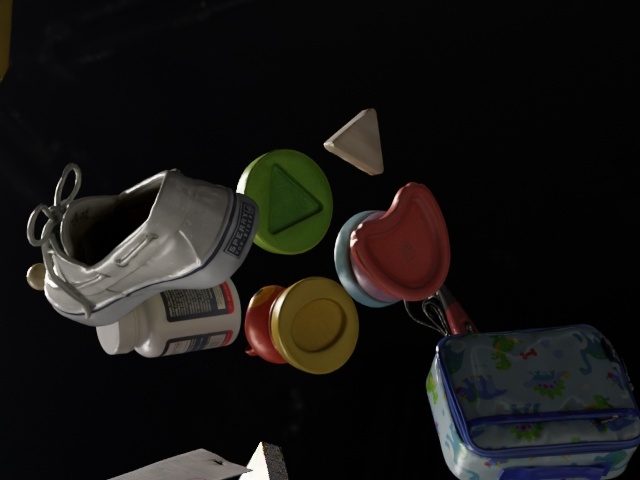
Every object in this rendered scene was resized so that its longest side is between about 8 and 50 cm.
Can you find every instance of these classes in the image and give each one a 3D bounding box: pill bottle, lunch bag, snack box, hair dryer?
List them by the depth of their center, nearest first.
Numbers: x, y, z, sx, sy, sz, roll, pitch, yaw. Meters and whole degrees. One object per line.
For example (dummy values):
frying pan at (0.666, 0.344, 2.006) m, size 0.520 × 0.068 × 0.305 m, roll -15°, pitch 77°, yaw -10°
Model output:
lunch bag at (0.236, 0.183, 1.605) m, size 0.219 × 0.176 × 0.090 m, roll -1°, pitch -42°, yaw -13°
pill bottle at (-0.210, 0.103, 2.004) m, size 0.180 × 0.108 × 0.108 m, roll -7°, pitch -20°, yaw -32°
hair dryer at (0.216, 0.175, 2.035) m, size 0.293 × 0.080 × 0.224 m, roll 16°, pitch -48°, yaw 53°
snack box at (-0.095, 0.378, 2.118) m, size 0.037 × 0.100 × 0.141 m, roll 19°, pitch -63°, yaw -21°

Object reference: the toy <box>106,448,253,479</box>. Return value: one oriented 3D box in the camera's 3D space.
toy at (-0.211, 0.313, 1.734) m, size 0.237 × 0.056 × 0.137 m, roll -11°, pitch 11°, yaw -31°

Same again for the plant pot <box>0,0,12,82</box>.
plant pot at (-0.503, -0.269, 1.847) m, size 0.212 × 0.187 × 0.212 m, roll 19°, pitch -61°, yaw 16°

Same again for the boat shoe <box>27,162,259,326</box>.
boat shoe at (-0.223, -0.004, 1.471) m, size 0.156 × 0.136 × 0.367 m, roll 28°, pitch -22°, yaw -28°

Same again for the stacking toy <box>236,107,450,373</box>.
stacking toy at (0.000, 0.000, 1.895) m, size 0.130 × 0.309 × 0.280 m, roll -10°, pitch -74°, yaw 55°

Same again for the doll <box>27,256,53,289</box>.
doll at (-0.324, 0.046, 2.067) m, size 0.189 × 0.129 × 0.046 m, roll -5°, pitch -4°, yaw -37°
